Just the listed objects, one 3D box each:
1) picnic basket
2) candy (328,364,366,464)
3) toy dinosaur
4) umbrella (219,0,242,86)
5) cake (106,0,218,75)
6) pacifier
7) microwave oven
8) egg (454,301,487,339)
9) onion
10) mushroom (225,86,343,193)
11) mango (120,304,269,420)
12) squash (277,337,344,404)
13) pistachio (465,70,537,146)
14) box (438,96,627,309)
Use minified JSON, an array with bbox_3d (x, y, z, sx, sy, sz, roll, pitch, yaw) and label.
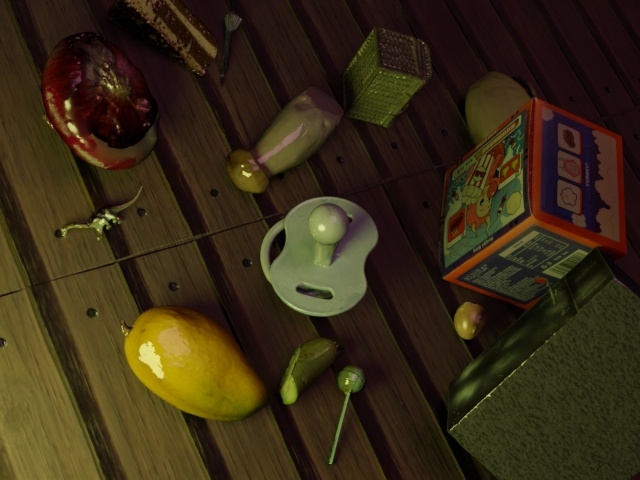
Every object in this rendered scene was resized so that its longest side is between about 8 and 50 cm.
[{"bbox_3d":[0.158,-0.381,1.900,0.154,0.196,0.134,9,60,-21],"label":"picnic basket"},{"bbox_3d":[0.046,0.343,1.582,0.061,0.061,0.203,22,66,-15],"label":"candy"},{"bbox_3d":[-0.410,-0.043,1.551,0.180,0.037,0.058,-32,87,-33],"label":"toy dinosaur"},{"bbox_3d":[-0.208,-0.469,1.865,0.044,0.044,0.269,34,54,-54],"label":"umbrella"},{"bbox_3d":[-0.356,-0.477,1.790,0.246,0.135,0.112,43,63,-37],"label":"cake"},{"bbox_3d":[0.000,0.000,1.622,0.238,0.226,0.287,17,57,4],"label":"pacifier"},{"bbox_3d":[0.513,0.293,1.570,0.374,0.432,0.236,41,17,-2],"label":"microwave oven"},{"bbox_3d":[0.332,0.180,1.783,0.071,0.071,0.083,29,69,-10],"label":"egg"},{"bbox_3d":[-0.449,-0.259,1.573,0.272,0.195,0.272,38,45,-51],"label":"onion"},{"bbox_3d":[-0.065,-0.229,1.763,0.128,0.128,0.350,46,60,1],"label":"mushroom"},{"bbox_3d":[-0.228,0.226,1.466,0.317,0.119,0.176,38,52,-15],"label":"mango"},{"bbox_3d":[-0.019,0.236,1.585,0.075,0.090,0.200,26,36,24],"label":"squash"},{"bbox_3d":[0.462,-0.313,2.012,0.166,0.197,0.288,9,51,-26],"label":"pistachio"},{"bbox_3d":[0.467,-0.072,1.804,0.256,0.348,0.319,19,60,-17],"label":"box"}]
